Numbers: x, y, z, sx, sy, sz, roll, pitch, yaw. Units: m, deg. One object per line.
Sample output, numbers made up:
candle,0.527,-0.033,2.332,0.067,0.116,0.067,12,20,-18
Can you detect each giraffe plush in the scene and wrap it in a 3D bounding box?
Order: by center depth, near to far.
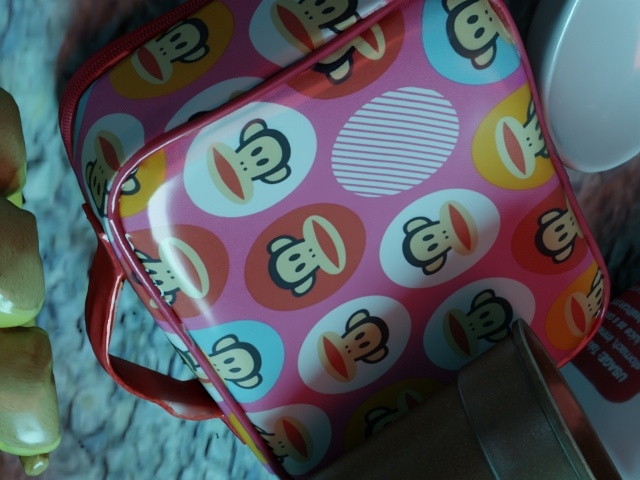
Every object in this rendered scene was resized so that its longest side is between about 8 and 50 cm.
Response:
giraffe plush,-0.217,0.032,0.778,0.170,0.181,0.210,-7,161,-13

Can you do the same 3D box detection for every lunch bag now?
lunch bag,0.000,0.000,0.879,0.258,0.120,0.293,-31,133,-5

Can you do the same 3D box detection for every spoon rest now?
spoon rest,0.142,-0.146,0.870,0.137,0.084,0.276,-42,133,-15

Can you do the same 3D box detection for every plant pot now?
plant pot,0.072,0.151,0.869,0.165,0.167,0.167,-30,133,9

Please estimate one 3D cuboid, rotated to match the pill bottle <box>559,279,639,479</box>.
pill bottle,0.269,0.111,1.037,0.408,0.229,0.229,-36,132,-1
